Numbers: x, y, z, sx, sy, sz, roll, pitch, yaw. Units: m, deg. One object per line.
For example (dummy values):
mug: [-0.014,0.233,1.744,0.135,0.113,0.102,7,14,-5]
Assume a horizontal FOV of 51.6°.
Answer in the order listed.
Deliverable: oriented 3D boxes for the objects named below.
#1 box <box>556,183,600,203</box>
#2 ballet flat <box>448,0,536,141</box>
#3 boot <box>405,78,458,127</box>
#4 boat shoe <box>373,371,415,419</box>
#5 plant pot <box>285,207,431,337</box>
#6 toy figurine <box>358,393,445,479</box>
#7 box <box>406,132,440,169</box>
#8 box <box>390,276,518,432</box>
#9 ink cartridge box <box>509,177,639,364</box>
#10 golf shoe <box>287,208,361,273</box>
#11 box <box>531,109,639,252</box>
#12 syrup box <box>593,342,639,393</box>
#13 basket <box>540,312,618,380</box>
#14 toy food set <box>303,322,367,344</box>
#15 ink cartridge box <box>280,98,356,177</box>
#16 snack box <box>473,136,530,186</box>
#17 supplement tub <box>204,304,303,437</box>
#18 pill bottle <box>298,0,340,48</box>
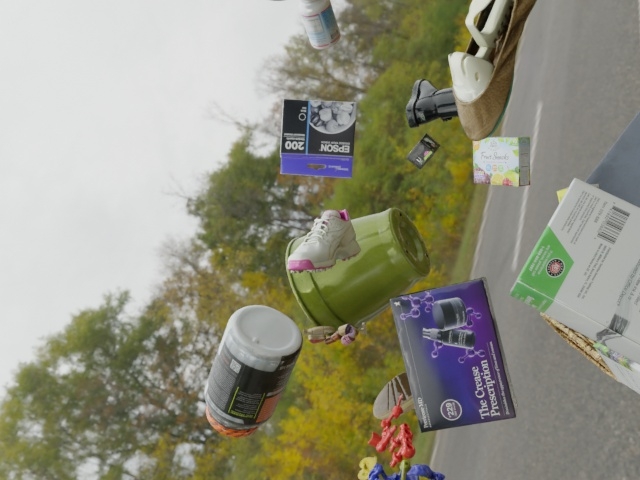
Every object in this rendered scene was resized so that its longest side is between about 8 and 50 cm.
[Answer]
box: [0.605,-0.008,1.495,0.058,0.087,0.232,-20,79,61]
ballet flat: [0.301,-0.356,1.193,0.124,0.116,0.343,9,-75,-38]
boot: [0.361,-0.396,1.848,0.246,0.207,0.094,-62,-40,-53]
boat shoe: [0.301,0.435,1.914,0.341,0.110,0.122,-38,25,24]
plant pot: [0.142,0.076,2.084,0.353,0.367,0.366,-29,12,25]
toy figurine: [0.205,0.484,1.231,0.191,0.217,0.362,-62,5,18]
box: [0.270,-0.233,1.731,0.062,0.052,0.083,-51,-2,31]
box: [0.257,0.218,1.276,0.103,0.184,0.261,1,-105,-71]
ink cartridge box: [0.495,0.063,1.091,0.211,0.289,0.121,-57,-17,-11]
golf shoe: [0.000,0.000,1.645,0.306,0.115,0.140,-24,-72,-63]
box: [0.890,-0.015,1.702,0.471,0.297,0.480,24,-74,-42]
syrup box: [0.611,0.228,1.223,0.093,0.096,0.237,-36,0,3]
basket: [0.887,0.335,2.154,0.299,0.223,0.214,-133,27,-54]
toy food set: [0.030,0.185,1.274,0.078,0.122,0.019,77,-175,-60]
ink cartridge box: [-0.008,-0.281,1.824,0.045,0.206,0.208,-63,-24,-83]
snack box: [0.380,-0.168,1.393,0.141,0.037,0.100,15,110,62]
supplement tub: [-0.191,0.360,1.786,0.207,0.207,0.338,-59,-7,-60]
pill bottle: [-0.007,-0.600,1.763,0.160,0.087,0.087,66,-143,-45]
